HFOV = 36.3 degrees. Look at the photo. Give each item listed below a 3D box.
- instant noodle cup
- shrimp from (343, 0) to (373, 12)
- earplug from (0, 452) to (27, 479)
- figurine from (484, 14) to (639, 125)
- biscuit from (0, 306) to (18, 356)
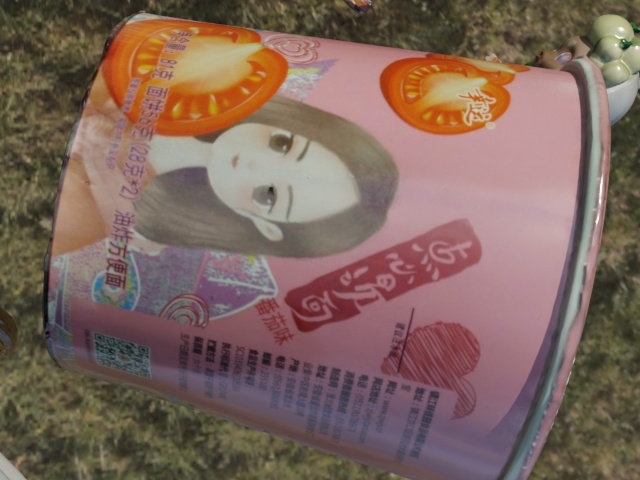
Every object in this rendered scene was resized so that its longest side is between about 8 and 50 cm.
[{"bbox_3d":[0.000,0.000,0.512,0.231,0.243,0.243,13,128,1],"label":"instant noodle cup"},{"bbox_3d":[0.057,-0.256,0.971,0.127,0.091,0.025,12,144,-25],"label":"shrimp"},{"bbox_3d":[-0.172,0.180,0.387,0.175,0.214,0.326,-29,155,-54],"label":"earplug"},{"bbox_3d":[0.193,-0.126,0.847,0.197,0.147,0.094,-22,107,5],"label":"figurine"},{"bbox_3d":[-0.277,0.064,0.686,0.124,0.026,0.175,17,153,-14],"label":"biscuit"}]
